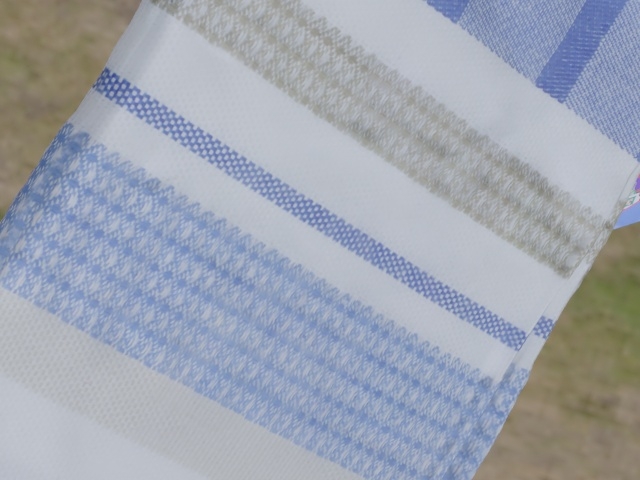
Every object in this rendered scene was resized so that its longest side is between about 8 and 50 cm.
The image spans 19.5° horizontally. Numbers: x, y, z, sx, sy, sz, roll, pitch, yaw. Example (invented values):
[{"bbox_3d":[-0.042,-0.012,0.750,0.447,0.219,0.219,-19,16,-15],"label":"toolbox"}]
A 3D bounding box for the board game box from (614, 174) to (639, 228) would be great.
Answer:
[{"bbox_3d":[0.108,-0.124,0.842,0.233,0.078,0.347,-17,146,-15],"label":"board game box"}]

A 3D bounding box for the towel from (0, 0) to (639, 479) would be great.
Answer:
[{"bbox_3d":[0.000,0.000,0.613,0.209,0.285,0.034,30,-178,-35],"label":"towel"}]
